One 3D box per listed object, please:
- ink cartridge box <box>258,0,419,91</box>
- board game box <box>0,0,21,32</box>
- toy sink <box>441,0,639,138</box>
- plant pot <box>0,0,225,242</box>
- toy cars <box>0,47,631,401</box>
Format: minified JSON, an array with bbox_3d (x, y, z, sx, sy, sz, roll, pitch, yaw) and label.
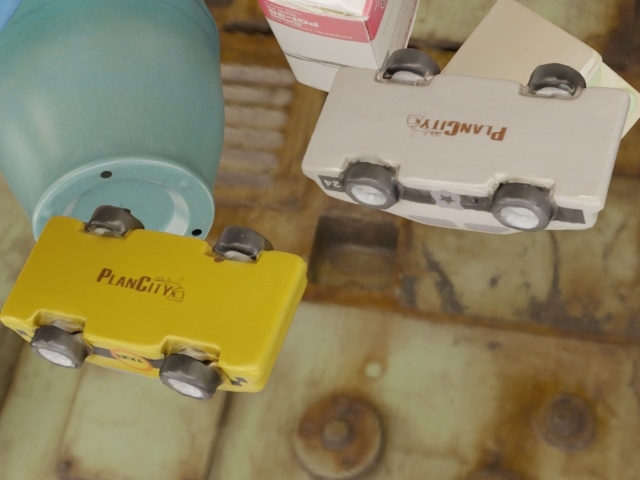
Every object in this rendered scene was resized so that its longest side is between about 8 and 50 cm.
[{"bbox_3d":[0.034,-0.281,1.295,0.117,0.207,0.283,14,172,9],"label":"ink cartridge box"},{"bbox_3d":[-0.302,-0.176,0.659,0.302,0.308,0.086,45,-162,18],"label":"board game box"},{"bbox_3d":[0.232,-0.136,1.323,0.131,0.153,0.234,33,-169,-26],"label":"toy sink"},{"bbox_3d":[-0.221,-0.110,1.324,0.272,0.255,0.271,-9,140,-8],"label":"plant pot"},{"bbox_3d":[0.000,0.000,0.773,0.394,0.176,0.087,-27,144,3],"label":"toy cars"}]
